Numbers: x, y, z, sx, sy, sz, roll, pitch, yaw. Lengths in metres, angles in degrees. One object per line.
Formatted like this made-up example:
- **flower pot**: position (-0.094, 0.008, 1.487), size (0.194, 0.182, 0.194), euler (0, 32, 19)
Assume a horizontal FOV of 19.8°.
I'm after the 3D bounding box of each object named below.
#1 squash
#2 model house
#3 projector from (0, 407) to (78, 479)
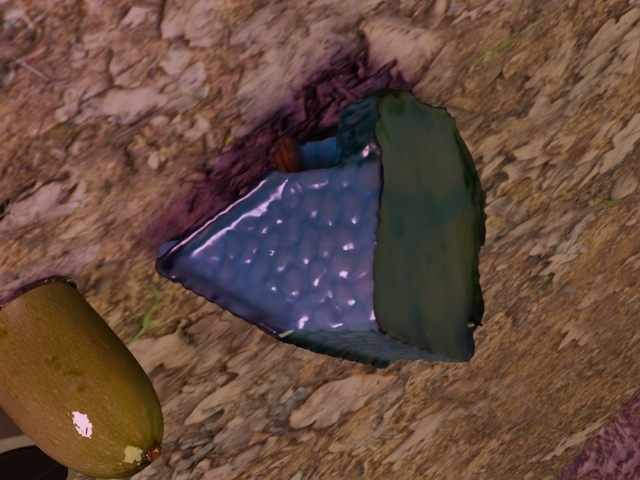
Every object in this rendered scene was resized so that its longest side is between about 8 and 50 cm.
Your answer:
- **squash**: position (-0.201, 0.128, 1.550), size (0.123, 0.186, 0.123), euler (-37, 156, -20)
- **model house**: position (0.000, 0.000, 1.660), size (0.241, 0.226, 0.261), euler (-7, 166, 24)
- **projector**: position (-0.344, 0.236, 1.663), size (0.259, 0.079, 0.257), euler (-7, 142, -52)
